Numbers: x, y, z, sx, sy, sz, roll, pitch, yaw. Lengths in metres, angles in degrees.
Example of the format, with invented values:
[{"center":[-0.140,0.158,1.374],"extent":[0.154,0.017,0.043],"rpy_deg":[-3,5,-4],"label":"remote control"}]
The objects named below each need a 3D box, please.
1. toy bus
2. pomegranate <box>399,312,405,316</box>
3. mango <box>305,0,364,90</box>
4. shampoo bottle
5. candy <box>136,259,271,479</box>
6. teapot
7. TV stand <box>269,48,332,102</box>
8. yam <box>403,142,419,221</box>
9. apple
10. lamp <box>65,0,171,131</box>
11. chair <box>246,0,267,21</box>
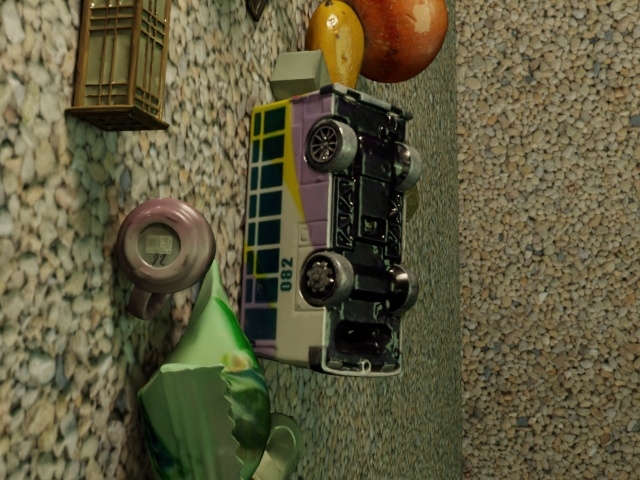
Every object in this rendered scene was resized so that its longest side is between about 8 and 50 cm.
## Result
[{"center":[0.004,-0.003,1.460],"extent":[0.209,0.249,0.439],"rpy_deg":[10,78,-47],"label":"toy bus"},{"center":[0.154,0.127,2.143],"extent":[0.159,0.129,0.129],"rpy_deg":[-98,-174,-81],"label":"pomegranate"},{"center":[0.029,-0.349,1.749],"extent":[0.147,0.109,0.227],"rpy_deg":[-37,128,-72],"label":"mango"},{"center":[-0.086,0.357,1.466],"extent":[0.234,0.087,0.118],"rpy_deg":[-49,138,-63],"label":"shampoo bottle"},{"center":[-0.138,0.187,1.198],"extent":[0.398,0.172,0.262],"rpy_deg":[-79,168,-66],"label":"candy"},{"center":[-0.181,0.024,1.131],"extent":[0.146,0.116,0.148],"rpy_deg":[16,71,-83],"label":"teapot"},{"center":[-0.011,-0.222,1.670],"extent":[0.269,0.088,0.082],"rpy_deg":[70,27,-48],"label":"TV stand"},{"center":[0.113,-0.165,1.929],"extent":[0.304,0.168,0.168],"rpy_deg":[69,28,-50],"label":"yam"},{"center":[0.140,-0.463,1.855],"extent":[0.271,0.206,0.251],"rpy_deg":[62,-28,17],"label":"apple"},{"center":[-0.218,-0.291,1.035],"extent":[0.090,0.089,0.325],"rpy_deg":[22,70,-70],"label":"lamp"},{"center":[-0.052,-0.459,1.513],"extent":[0.084,0.101,0.212],"rpy_deg":[68,28,-49],"label":"chair"}]
